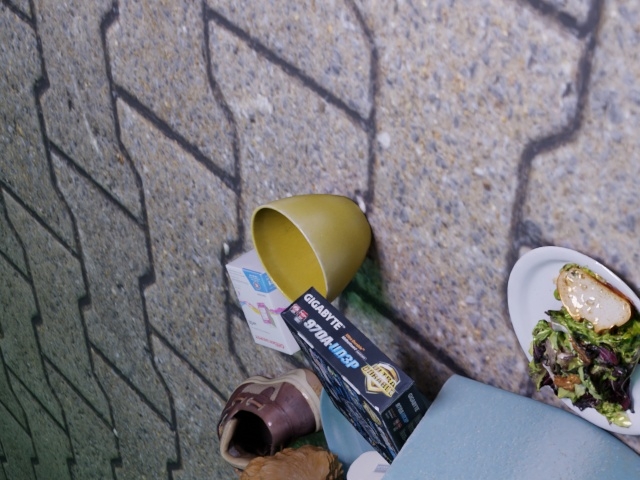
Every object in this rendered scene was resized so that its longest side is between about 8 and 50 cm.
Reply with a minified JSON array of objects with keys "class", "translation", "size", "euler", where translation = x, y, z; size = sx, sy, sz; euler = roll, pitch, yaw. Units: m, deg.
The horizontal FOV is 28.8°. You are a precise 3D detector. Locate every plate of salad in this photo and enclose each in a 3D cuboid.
[{"class":"plate of salad","translation":[0.240,0.098,1.149],"size":[0.200,0.048,0.199],"euler":[38,146,33]}]

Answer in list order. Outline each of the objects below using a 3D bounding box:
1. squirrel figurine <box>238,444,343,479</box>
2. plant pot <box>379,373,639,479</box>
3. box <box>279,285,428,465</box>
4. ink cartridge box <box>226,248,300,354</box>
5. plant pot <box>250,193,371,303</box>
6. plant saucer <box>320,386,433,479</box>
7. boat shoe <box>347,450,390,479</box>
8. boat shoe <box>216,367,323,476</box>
[{"class":"squirrel figurine","translation":[-0.020,0.487,1.620],"size":[0.397,0.281,0.370],"euler":[-116,21,-48]},{"class":"plant pot","translation":[0.211,0.314,1.213],"size":[0.252,0.247,0.247],"euler":[7,125,29]},{"class":"box","translation":[0.054,0.168,1.344],"size":[0.175,0.051,0.220],"euler":[42,167,38]},{"class":"ink cartridge box","translation":[-0.062,0.080,1.617],"size":[0.088,0.052,0.122],"euler":[12,128,54]},{"class":"plant pot","translation":[0.000,0.000,1.392],"size":[0.134,0.095,0.134],"euler":[40,147,32]},{"class":"plant saucer","translation":[0.117,0.288,1.539],"size":[0.317,0.044,0.317],"euler":[40,147,33]},{"class":"boat shoe","translation":[0.101,0.293,1.465],"size":[0.063,0.066,0.184],"euler":[46,150,-21]},{"class":"boat shoe","translation":[-0.097,0.270,1.782],"size":[0.123,0.123,0.342],"euler":[60,152,-1]}]
